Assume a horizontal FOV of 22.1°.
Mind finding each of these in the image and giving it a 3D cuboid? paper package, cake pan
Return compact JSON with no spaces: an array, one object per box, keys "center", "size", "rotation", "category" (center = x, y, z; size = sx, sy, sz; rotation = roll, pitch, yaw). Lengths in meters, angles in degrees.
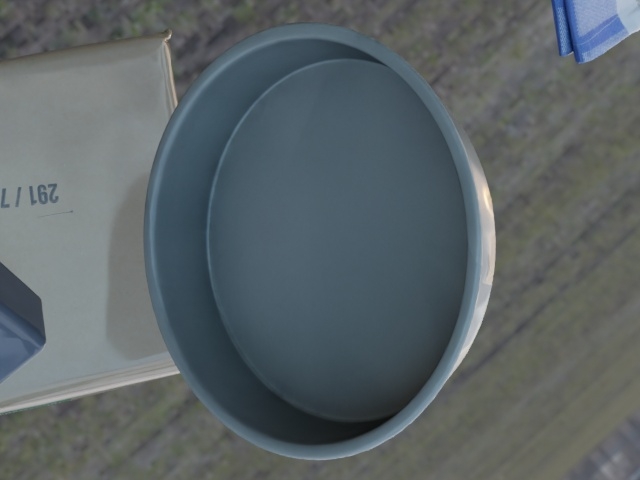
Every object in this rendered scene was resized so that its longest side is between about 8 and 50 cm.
[{"center":[-0.270,-0.004,1.482],"size":[0.325,0.309,0.168],"rotation":[-11,176,-13],"category":"paper package"},{"center":[0.000,0.000,1.115],"size":[0.054,0.293,0.293],"rotation":[-3,140,-51],"category":"cake pan"}]

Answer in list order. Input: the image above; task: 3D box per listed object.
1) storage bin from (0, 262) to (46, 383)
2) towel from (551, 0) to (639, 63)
[{"center":[-0.248,0.065,1.080],"size":[0.135,0.098,0.091],"rotation":[-39,126,15],"category":"storage bin"},{"center":[0.298,-0.291,1.384],"size":[0.285,0.034,0.209],"rotation":[-28,120,-26],"category":"towel"}]
